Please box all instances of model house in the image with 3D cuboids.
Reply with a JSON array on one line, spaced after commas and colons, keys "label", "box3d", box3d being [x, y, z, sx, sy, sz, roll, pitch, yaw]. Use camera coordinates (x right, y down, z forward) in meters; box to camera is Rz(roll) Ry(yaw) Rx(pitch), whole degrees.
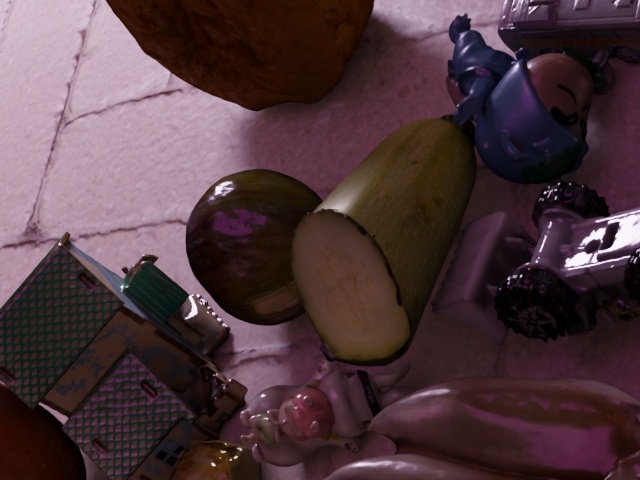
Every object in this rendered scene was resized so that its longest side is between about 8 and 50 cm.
[{"label": "model house", "box3d": [-0.214, 0.087, 1.586, 0.178, 0.206, 0.271, -48, 42, 7]}]

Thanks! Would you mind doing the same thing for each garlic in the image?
[{"label": "garlic", "box3d": [0.142, 0.238, 1.233, 0.325, 0.132, 0.279, -11, 57, 33]}]

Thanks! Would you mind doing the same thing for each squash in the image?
[{"label": "squash", "box3d": [0.067, -0.042, 1.421, 0.137, 0.137, 0.287, -8, 40, 38]}]

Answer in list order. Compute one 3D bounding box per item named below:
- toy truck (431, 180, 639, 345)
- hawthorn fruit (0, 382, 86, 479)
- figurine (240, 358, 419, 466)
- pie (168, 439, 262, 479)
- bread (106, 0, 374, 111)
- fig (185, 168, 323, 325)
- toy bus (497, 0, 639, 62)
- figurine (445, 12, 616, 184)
[{"label": "toy truck", "box3d": [0.228, 0.020, 1.310, 0.285, 0.111, 0.136, -12, 39, 41]}, {"label": "hawthorn fruit", "box3d": [-0.381, 0.248, 1.559, 0.277, 0.298, 0.277, -23, 57, 39]}, {"label": "figurine", "box3d": [0.008, 0.154, 1.442, 0.146, 0.081, 0.098, -20, 16, 30]}, {"label": "pie", "box3d": [-0.107, 0.310, 1.455, 0.128, 0.068, 0.283, -15, 59, 35]}, {"label": "bread", "box3d": [-0.092, -0.271, 1.665, 0.312, 0.312, 0.172, 5, 51, 43]}, {"label": "fig", "box3d": [0.000, 0.000, 1.522, 0.245, 0.149, 0.149, -8, 58, 24]}, {"label": "toy bus", "box3d": [0.235, -0.193, 1.472, 0.172, 0.072, 0.057, 4, 71, 43]}, {"label": "figurine", "box3d": [0.178, -0.135, 1.448, 0.144, 0.114, 0.178, -38, 51, 3]}]
